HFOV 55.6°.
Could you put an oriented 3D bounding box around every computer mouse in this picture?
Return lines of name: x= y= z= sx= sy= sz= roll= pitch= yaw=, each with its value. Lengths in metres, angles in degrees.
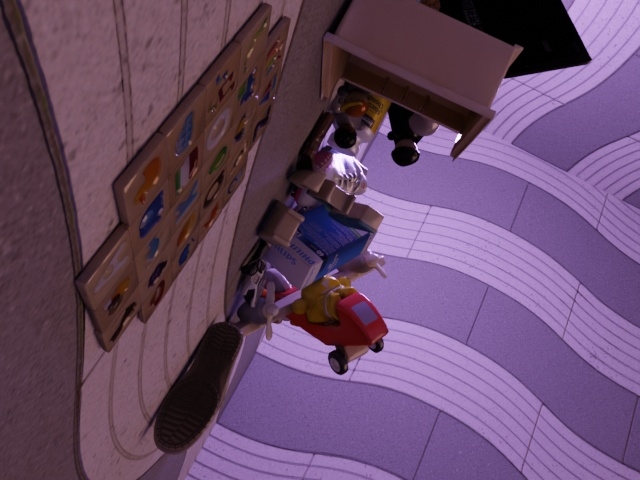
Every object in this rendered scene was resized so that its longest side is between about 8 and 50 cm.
computer mouse: x=-0.144 y=0.076 z=1.283 sx=0.193 sy=0.042 sz=0.106 roll=105 pitch=7 yaw=-52

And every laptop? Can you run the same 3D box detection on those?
laptop: x=0.355 y=-0.433 z=1.449 sx=0.236 sy=0.408 sz=0.381 roll=75 pitch=7 yaw=-56

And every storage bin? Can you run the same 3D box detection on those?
storage bin: x=0.144 y=-0.260 z=0.977 sx=0.260 sy=0.262 sz=0.123 roll=99 pitch=17 yaw=-82

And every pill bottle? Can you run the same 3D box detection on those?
pill bottle: x=0.090 y=-0.286 z=1.375 sx=0.184 sy=0.103 sz=0.103 roll=-63 pitch=177 yaw=-6

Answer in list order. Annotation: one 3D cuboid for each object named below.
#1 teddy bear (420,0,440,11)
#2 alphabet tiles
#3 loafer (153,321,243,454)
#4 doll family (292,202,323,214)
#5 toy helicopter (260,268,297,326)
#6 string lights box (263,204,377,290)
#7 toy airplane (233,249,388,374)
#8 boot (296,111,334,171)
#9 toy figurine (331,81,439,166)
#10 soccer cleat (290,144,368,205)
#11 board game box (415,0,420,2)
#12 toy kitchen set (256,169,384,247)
teddy bear: x=0.237 y=-0.569 z=1.288 sx=0.245 sy=0.113 sz=0.338 roll=-56 pitch=173 yaw=-50
alphabet tiles: x=-0.122 y=-0.059 z=0.604 sx=0.342 sy=0.011 sz=0.285 roll=-61 pitch=178 yaw=-29
loafer: x=-0.225 y=0.288 z=1.168 sx=0.092 sy=0.102 sz=0.268 roll=102 pitch=14 yaw=-58
doll family: x=-0.030 y=-0.064 z=1.573 sx=0.163 sy=0.118 sz=0.263 roll=-56 pitch=160 yaw=8
toy helicopter: x=-0.088 y=0.073 z=1.798 sx=0.235 sy=0.140 sz=0.354 roll=81 pitch=26 yaw=-71
string lights box: x=0.000 y=0.000 z=1.377 sx=0.260 sy=0.133 sz=0.076 roll=-28 pitch=152 yaw=-46
toy airplane: x=-0.025 y=0.129 z=1.506 sx=0.386 sy=0.385 sz=0.272 roll=-76 pitch=161 yaw=-63
boot: x=-0.007 y=-0.195 z=1.220 sx=0.106 sy=0.037 sz=0.114 roll=117 pitch=-3 yaw=-70
toy figurine: x=0.129 y=-0.255 z=1.214 sx=0.213 sy=0.210 sz=0.148 roll=121 pitch=-22 yaw=-71
soccer cleat: x=0.038 y=-0.143 z=1.398 sx=0.116 sy=0.143 sz=0.331 roll=-63 pitch=177 yaw=24
board game box: x=0.135 y=-0.436 z=1.004 sx=0.160 sy=0.039 sz=0.211 roll=-61 pitch=166 yaw=-16
toy kitchen set: x=-0.011 y=-0.035 z=1.229 sx=0.122 sy=0.207 sz=0.166 roll=19 pitch=-101 yaw=58
